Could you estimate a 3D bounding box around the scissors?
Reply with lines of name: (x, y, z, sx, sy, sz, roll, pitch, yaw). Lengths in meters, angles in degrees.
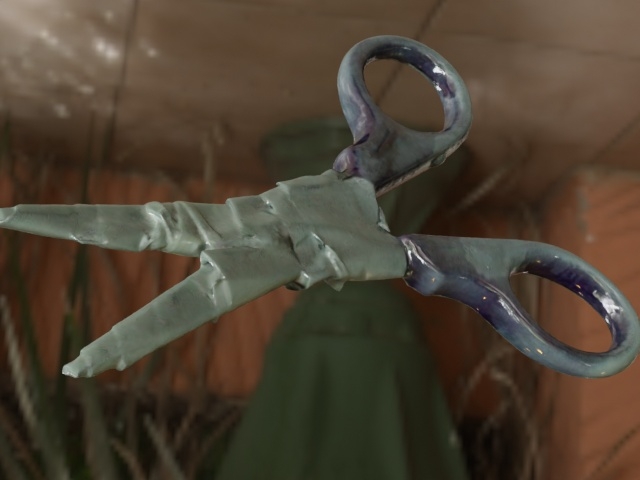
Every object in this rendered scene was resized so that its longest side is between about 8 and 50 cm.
scissors: (0.000, 0.000, 0.923, 0.383, 0.256, 0.029, -13, 151, -46)
